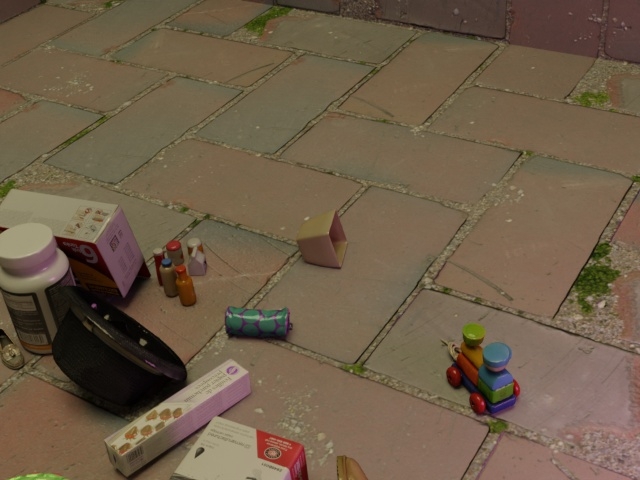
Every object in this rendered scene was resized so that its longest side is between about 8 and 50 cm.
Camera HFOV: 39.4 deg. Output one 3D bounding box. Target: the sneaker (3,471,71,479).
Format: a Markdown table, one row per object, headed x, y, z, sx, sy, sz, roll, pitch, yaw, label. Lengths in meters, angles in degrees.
| x | y | z | sx | sy | sz | roll | pitch | yaw | label |
| --- | --- | --- | --- | --- | --- | --- | --- | --- | --- |
| -0.630 | 0.548 | 1.512 | 0.483 | 0.185 | 0.202 | -19 | 34 | -16 | sneaker |

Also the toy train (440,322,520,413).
| x | y | z | sx | sy | sz | roll | pitch | yaw | label |
| --- | --- | --- | --- | --- | --- | --- | --- | --- | --- |
| 0.310 | 0.228 | 1.850 | 0.105 | 0.143 | 0.248 | -19 | 38 | -18 | toy train |

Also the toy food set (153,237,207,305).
| x | y | z | sx | sy | sz | roll | pitch | yaw | label |
| --- | --- | --- | --- | --- | --- | --- | --- | --- | --- |
| -0.350 | 0.050 | 2.215 | 0.111 | 0.104 | 0.232 | -2 | 36 | 5 | toy food set |

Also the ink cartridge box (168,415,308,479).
| x | y | z | sx | sy | sz | roll | pitch | yaw | label |
| --- | --- | --- | --- | --- | --- | --- | --- | --- | --- |
| -0.170 | 0.472 | 1.608 | 0.197 | 0.114 | 0.273 | 13 | 41 | 22 | ink cartridge box |

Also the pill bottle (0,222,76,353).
| x | y | z | sx | sy | sz | roll | pitch | yaw | label |
| --- | --- | --- | --- | --- | --- | --- | --- | --- | --- |
| -0.638 | 0.109 | 2.028 | 0.162 | 0.278 | 0.162 | -3 | 36 | 2 | pill bottle |

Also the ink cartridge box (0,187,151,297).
| x | y | z | sx | sy | sz | roll | pitch | yaw | label |
| --- | --- | --- | --- | --- | --- | --- | --- | --- | --- |
| -0.600 | 0.028 | 2.166 | 0.309 | 0.272 | 0.130 | 8 | 51 | 19 | ink cartridge box |

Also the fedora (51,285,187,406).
| x | y | z | sx | sy | sz | roll | pitch | yaw | label |
| --- | --- | --- | --- | --- | --- | --- | --- | --- | --- |
| -0.450 | 0.241 | 1.899 | 0.334 | 0.334 | 0.152 | 34 | 87 | 41 | fedora |

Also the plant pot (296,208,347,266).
| x | y | z | sx | sy | sz | roll | pitch | yaw | label |
| --- | --- | --- | --- | --- | --- | --- | --- | --- | --- |
| 0.000 | 0.000 | 2.244 | 0.096 | 0.109 | 0.109 | -8 | 34 | 18 | plant pot |

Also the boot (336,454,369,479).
| x | y | z | sx | sy | sz | roll | pitch | yaw | label |
| --- | --- | --- | --- | --- | --- | --- | --- | --- | --- |
| 0.174 | 0.471 | 1.594 | 0.270 | 0.089 | 0.236 | -9 | 47 | -5 | boot |

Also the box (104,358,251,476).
| x | y | z | sx | sy | sz | roll | pitch | yaw | label |
| --- | --- | --- | --- | --- | --- | --- | --- | --- | --- |
| -0.283 | 0.354 | 1.812 | 0.324 | 0.067 | 0.063 | -31 | 43 | -34 | box |

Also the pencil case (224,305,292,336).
| x | y | z | sx | sy | sz | roll | pitch | yaw | label |
| --- | --- | --- | --- | --- | --- | --- | --- | --- | --- |
| -0.142 | 0.183 | 2.040 | 0.152 | 0.064 | 0.070 | 1 | 53 | 9 | pencil case |

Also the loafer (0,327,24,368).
| x | y | z | sx | sy | sz | roll | pitch | yaw | label |
| --- | --- | --- | --- | --- | --- | --- | --- | --- | --- |
| -0.717 | 0.247 | 2.052 | 0.045 | 0.039 | 0.125 | -24 | 40 | -25 | loafer |
